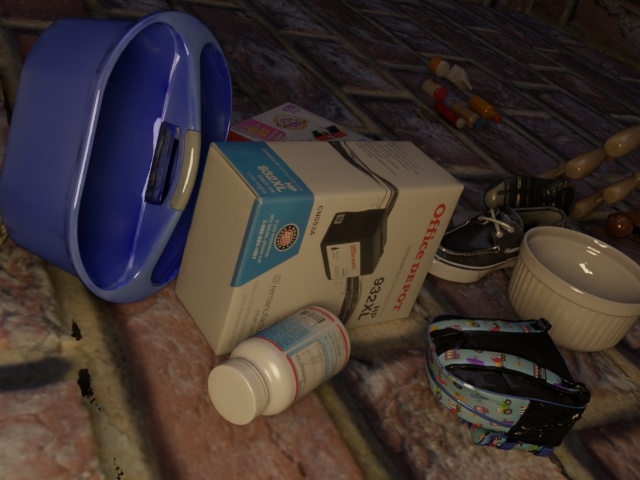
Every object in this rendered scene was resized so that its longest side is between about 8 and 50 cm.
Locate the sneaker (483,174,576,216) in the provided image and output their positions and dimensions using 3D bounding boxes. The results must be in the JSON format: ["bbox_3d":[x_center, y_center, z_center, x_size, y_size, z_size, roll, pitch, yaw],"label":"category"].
[{"bbox_3d":[0.383,-0.076,1.407,0.267,0.101,0.106,-1,9,-43],"label":"sneaker"}]

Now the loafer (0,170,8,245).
[{"bbox_3d":[-0.441,-0.003,0.795,0.111,0.112,0.319,29,30,1],"label":"loafer"}]

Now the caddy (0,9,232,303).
[{"bbox_3d":[-0.217,-0.099,0.862,0.179,0.341,0.241,17,8,26],"label":"caddy"}]

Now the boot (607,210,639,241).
[{"bbox_3d":[0.738,-0.052,1.595,0.280,0.096,0.264,-9,39,-20],"label":"boot"}]

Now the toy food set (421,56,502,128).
[{"bbox_3d":[0.341,-0.343,1.785,0.232,0.111,0.104,34,11,-46],"label":"toy food set"}]

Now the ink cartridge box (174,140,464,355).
[{"bbox_3d":[0.000,0.000,0.918,0.307,0.223,0.129,-6,38,-36],"label":"ink cartridge box"}]

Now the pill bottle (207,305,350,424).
[{"bbox_3d":[-0.044,0.136,0.802,0.087,0.087,0.160,33,33,25],"label":"pill bottle"}]

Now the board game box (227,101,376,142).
[{"bbox_3d":[0.013,-0.141,1.325,0.317,0.064,0.242,27,30,15],"label":"board game box"}]

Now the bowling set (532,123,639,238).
[{"bbox_3d":[0.591,-0.108,1.506,0.154,0.287,0.200,-25,90,-30],"label":"bowling set"}]

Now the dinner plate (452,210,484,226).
[{"bbox_3d":[0.310,-0.022,1.340,0.141,0.017,0.141,13,28,-7],"label":"dinner plate"}]

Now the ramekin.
[{"bbox_3d":[0.388,0.078,1.119,0.207,0.109,0.207,13,30,-8],"label":"ramekin"}]

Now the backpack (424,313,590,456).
[{"bbox_3d":[0.199,0.163,0.861,0.173,0.117,0.158,11,30,-14],"label":"backpack"}]

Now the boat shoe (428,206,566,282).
[{"bbox_3d":[0.288,-0.008,1.202,0.301,0.102,0.108,-5,44,-30],"label":"boat shoe"}]
